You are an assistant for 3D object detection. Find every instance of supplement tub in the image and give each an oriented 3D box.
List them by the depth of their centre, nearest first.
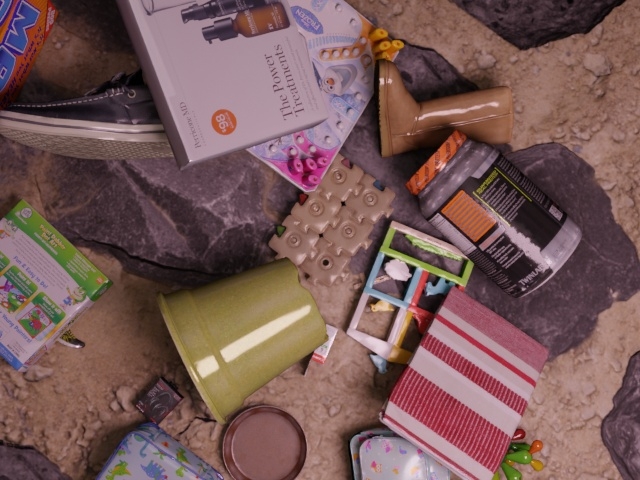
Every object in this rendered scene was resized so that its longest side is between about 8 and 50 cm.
[{"bbox_3d":[0.329,-0.057,1.526,0.316,0.193,0.193,43,85,1],"label":"supplement tub"}]

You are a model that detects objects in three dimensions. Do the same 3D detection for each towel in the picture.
[{"bbox_3d":[0.275,0.269,1.474,0.237,0.037,0.329,34,58,3],"label":"towel"}]

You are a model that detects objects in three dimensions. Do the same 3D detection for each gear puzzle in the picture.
[{"bbox_3d":[0.000,0.000,1.603,0.175,0.044,0.339,35,87,2],"label":"gear puzzle"}]

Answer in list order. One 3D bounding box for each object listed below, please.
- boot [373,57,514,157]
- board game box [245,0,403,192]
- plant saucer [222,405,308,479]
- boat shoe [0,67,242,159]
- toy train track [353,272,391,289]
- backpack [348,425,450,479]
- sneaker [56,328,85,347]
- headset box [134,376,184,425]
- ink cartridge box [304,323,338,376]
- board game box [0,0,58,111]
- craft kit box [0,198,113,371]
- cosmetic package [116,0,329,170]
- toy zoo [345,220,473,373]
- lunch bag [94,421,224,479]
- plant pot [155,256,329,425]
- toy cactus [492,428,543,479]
[{"bbox_3d":[0.244,-0.276,1.562,0.270,0.236,0.089,-8,49,1],"label":"boot"},{"bbox_3d":[-0.071,-0.357,1.541,0.390,0.050,0.390,35,72,-16],"label":"board game box"},{"bbox_3d":[-0.109,0.411,1.558,0.169,0.029,0.168,0,83,0],"label":"plant saucer"},{"bbox_3d":[-0.381,-0.253,1.560,0.501,0.187,0.155,-3,82,-7],"label":"boat shoe"},{"bbox_3d":[0.108,0.084,1.604,0.083,0.014,0.048,-17,84,-3],"label":"toy train track"},{"bbox_3d":[0.155,0.436,1.502,0.189,0.144,0.165,-6,79,-4],"label":"backpack"},{"bbox_3d":[-0.510,0.191,1.579,0.083,0.031,0.035,21,83,2],"label":"sneaker"},{"bbox_3d":[-0.318,0.317,1.566,0.062,0.032,0.083,44,87,4],"label":"headset box"},{"bbox_3d":[0.001,0.223,1.563,0.029,0.063,0.115,22,84,2],"label":"ink cartridge box"},{"bbox_3d":[-0.783,-0.412,1.483,0.356,0.356,0.356,23,84,2],"label":"board game box"},{"bbox_3d":[-0.590,0.087,1.561,0.250,0.061,0.246,42,81,7],"label":"craft kit box"},{"bbox_3d":[-0.182,-0.350,1.418,0.285,0.097,0.377,-22,93,-20],"label":"cosmetic package"},{"bbox_3d":[0.175,0.130,1.583,0.192,0.030,0.293,22,84,-3],"label":"toy zoo"},{"bbox_3d":[-0.314,0.473,1.511,0.219,0.090,0.176,34,96,3],"label":"lunch bag"},{"bbox_3d":[-0.132,0.165,1.472,0.254,0.276,0.276,-26,84,-8],"label":"plant pot"},{"bbox_3d":[0.321,0.390,1.508,0.219,0.112,0.180,-9,43,-37],"label":"toy cactus"}]
